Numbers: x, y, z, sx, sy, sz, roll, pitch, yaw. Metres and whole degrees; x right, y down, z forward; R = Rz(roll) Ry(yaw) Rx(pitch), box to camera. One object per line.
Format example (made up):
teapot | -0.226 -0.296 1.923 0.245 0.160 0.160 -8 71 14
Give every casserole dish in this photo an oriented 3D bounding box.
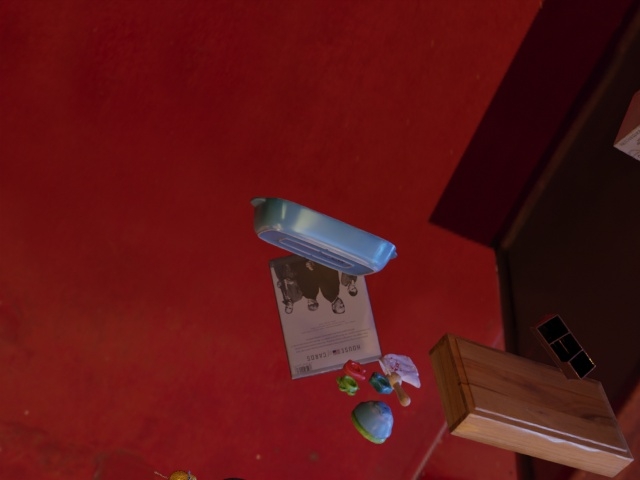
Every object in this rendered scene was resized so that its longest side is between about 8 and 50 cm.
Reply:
casserole dish | 0.000 0.000 1.102 0.188 0.037 0.114 22 167 -15

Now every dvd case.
dvd case | 0.008 0.133 1.802 0.179 0.029 0.239 -13 77 4

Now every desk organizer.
desk organizer | 0.468 0.206 1.801 0.047 0.050 0.130 -37 92 -15

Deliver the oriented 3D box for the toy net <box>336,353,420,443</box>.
toy net | 0.091 0.232 1.497 0.122 0.232 0.045 40 113 6

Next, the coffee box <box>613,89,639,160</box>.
coffee box | 0.651 -0.154 1.488 0.297 0.119 0.168 29 160 -2

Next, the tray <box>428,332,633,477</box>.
tray | 0.421 0.329 1.865 0.410 0.203 0.076 20 126 -25

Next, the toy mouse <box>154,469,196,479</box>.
toy mouse | -0.321 0.599 2.184 0.161 0.143 0.031 4 132 -1

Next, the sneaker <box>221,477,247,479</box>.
sneaker | -0.149 0.647 2.086 0.121 0.111 0.300 -22 115 36
